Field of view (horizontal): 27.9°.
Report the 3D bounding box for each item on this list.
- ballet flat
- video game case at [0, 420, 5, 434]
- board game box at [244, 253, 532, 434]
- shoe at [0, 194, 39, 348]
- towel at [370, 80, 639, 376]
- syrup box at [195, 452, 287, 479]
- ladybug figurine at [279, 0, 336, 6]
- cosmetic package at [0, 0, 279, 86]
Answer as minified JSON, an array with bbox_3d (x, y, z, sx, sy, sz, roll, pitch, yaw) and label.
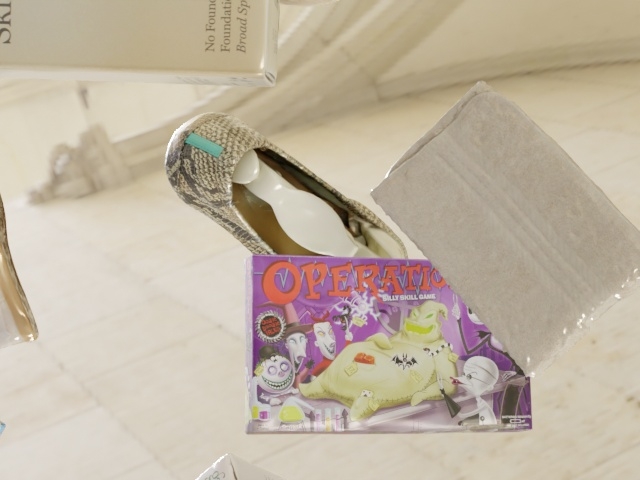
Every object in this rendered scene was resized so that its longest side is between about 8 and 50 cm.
[{"bbox_3d":[0.000,0.000,1.683,0.182,0.164,0.483,25,-9,48],"label":"ballet flat"},{"bbox_3d":[-0.342,0.115,1.047,0.119,0.015,0.166,28,-7,22],"label":"video game case"},{"bbox_3d":[0.082,0.125,1.527,0.056,0.346,0.208,138,-49,-69],"label":"board game box"},{"bbox_3d":[-0.334,0.001,1.250,0.076,0.058,0.219,99,-27,-87],"label":"shoe"},{"bbox_3d":[0.198,-0.016,1.344,0.282,0.187,0.049,51,12,22],"label":"towel"},{"bbox_3d":[-0.014,0.278,1.076,0.237,0.096,0.093,32,20,-34],"label":"syrup box"},{"bbox_3d":[0.046,-0.490,1.583,0.305,0.449,0.162,29,5,24],"label":"ladybug figurine"},{"bbox_3d":[-0.180,-0.180,0.798,0.113,0.309,0.160,-76,167,-86],"label":"cosmetic package"}]
